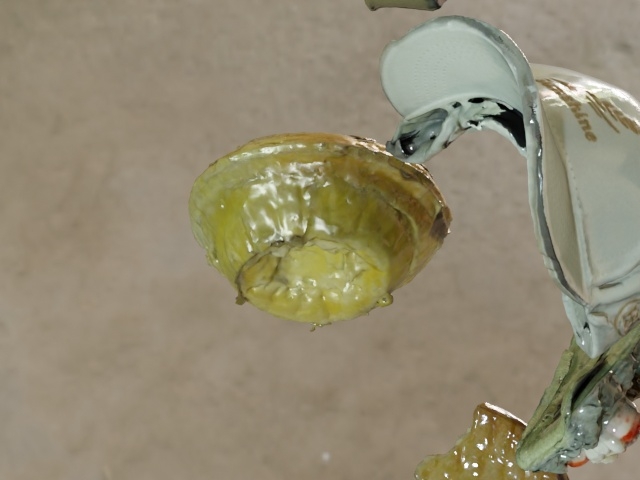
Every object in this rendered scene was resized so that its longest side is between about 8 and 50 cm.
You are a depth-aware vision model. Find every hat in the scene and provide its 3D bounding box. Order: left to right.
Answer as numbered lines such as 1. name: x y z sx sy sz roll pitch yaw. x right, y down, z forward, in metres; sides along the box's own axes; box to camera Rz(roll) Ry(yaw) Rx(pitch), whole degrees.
1. hat: 0.169 -0.082 1.258 0.168 0.301 0.258 -40 62 -6

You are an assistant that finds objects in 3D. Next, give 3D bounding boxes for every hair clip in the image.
1. hair clip: 0.272 0.089 1.507 0.091 0.138 0.321 32 52 -4

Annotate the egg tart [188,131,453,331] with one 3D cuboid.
1. egg tart: 0.000 0.000 1.743 0.290 0.290 0.115 2 56 -2

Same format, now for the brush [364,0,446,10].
1. brush: 0.089 -0.243 1.149 0.059 0.123 0.197 12 35 27

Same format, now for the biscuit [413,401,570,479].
1. biscuit: 0.148 0.274 1.518 0.176 0.031 0.228 33 98 9
